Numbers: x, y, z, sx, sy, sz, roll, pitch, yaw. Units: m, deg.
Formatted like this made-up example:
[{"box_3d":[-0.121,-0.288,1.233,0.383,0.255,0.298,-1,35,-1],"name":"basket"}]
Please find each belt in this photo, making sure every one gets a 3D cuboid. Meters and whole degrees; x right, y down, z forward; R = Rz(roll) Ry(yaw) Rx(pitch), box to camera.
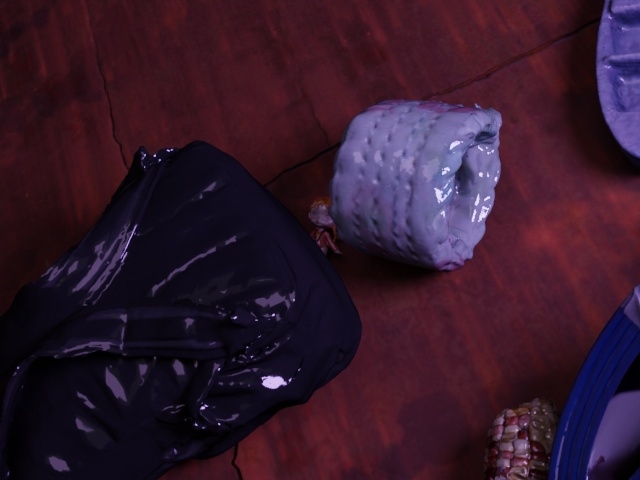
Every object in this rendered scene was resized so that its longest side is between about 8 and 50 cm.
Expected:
[{"box_3d":[0.336,0.147,0.911,0.347,0.117,0.212,-62,29,15],"name":"belt"}]

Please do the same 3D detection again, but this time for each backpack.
[{"box_3d":[-0.204,0.113,1.182,0.445,0.255,0.363,-40,51,3],"name":"backpack"}]

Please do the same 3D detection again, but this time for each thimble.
[{"box_3d":[0.114,-0.073,1.193,0.149,0.185,0.211,13,59,26],"name":"thimble"}]

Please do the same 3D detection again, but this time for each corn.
[{"box_3d":[0.202,0.285,1.006,0.098,0.098,0.290,-7,59,19],"name":"corn"}]

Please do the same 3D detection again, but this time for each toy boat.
[{"box_3d":[0.386,-0.202,1.220,0.127,0.078,0.283,1,63,22],"name":"toy boat"}]

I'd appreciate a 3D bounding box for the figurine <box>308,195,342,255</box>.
[{"box_3d":[0.000,0.000,1.284,0.064,0.047,0.109,9,87,19],"name":"figurine"}]
